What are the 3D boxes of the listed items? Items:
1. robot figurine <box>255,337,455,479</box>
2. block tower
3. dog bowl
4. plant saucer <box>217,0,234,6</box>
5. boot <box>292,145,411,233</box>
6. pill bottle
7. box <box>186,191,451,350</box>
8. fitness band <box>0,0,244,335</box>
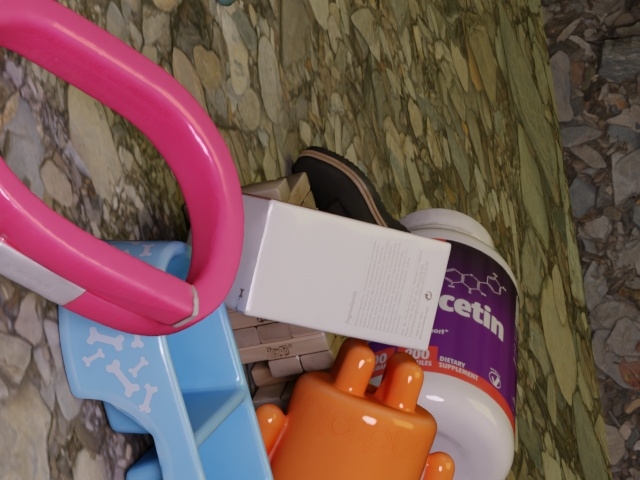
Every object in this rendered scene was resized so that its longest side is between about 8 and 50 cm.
[{"bbox_3d":[0.017,0.192,1.504,0.158,0.128,0.219,14,96,-45],"label":"robot figurine"},{"bbox_3d":[-0.019,0.102,1.607,0.097,0.091,0.335,-61,137,-66],"label":"block tower"},{"bbox_3d":[-0.104,0.135,1.342,0.166,0.074,0.297,-41,117,-70],"label":"dog bowl"},{"bbox_3d":[-0.094,-0.285,1.746,0.119,0.021,0.119,-12,90,-73],"label":"plant saucer"},{"bbox_3d":[0.000,0.000,1.775,0.198,0.137,0.077,46,-30,31],"label":"boot"},{"bbox_3d":[0.111,0.113,1.852,0.323,0.181,0.181,-81,153,-51],"label":"pill bottle"},{"bbox_3d":[-0.006,0.022,1.455,0.170,0.130,0.091,14,90,-30],"label":"box"},{"bbox_3d":[-0.154,-0.053,1.218,0.291,0.054,0.209,31,43,-43],"label":"fitness band"}]
